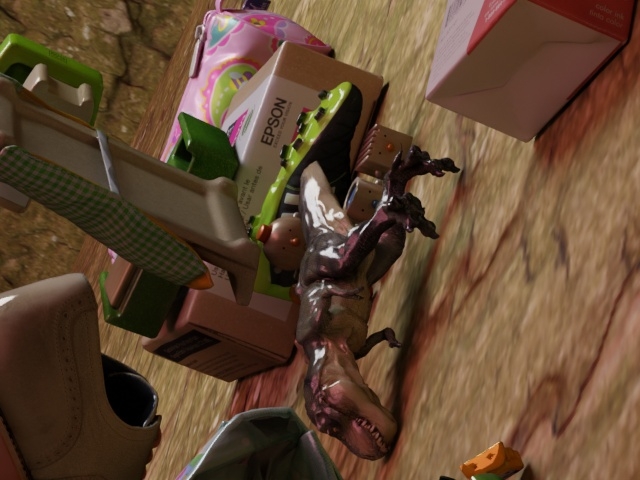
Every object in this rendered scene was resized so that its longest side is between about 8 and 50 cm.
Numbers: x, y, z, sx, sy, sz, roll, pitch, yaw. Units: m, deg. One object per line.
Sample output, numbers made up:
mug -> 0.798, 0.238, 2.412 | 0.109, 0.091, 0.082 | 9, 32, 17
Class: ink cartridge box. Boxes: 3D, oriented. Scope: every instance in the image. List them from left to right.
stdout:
ink cartridge box -> -0.048, -0.018, 1.539 | 0.193, 0.088, 0.234 | 146, 145, -72
ink cartridge box -> 0.124, -0.167, 1.054 | 0.115, 0.067, 0.198 | 132, 156, -57

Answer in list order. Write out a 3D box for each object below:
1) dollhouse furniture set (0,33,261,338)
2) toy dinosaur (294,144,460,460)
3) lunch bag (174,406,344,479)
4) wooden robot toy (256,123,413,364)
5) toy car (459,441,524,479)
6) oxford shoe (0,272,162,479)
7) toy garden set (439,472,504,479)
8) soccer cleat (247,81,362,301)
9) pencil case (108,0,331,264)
dollhouse furniture set -> -0.167, -0.009, 1.368 | 0.151, 0.198, 0.301 | -62, 16, 13
toy dinosaur -> 0.025, 0.002, 1.165 | 0.118, 0.064, 0.268 | -45, 29, 28
lunch bag -> -0.065, 0.234, 0.956 | 0.223, 0.160, 0.262 | 125, 158, -51
wooden robot toy -> 0.000, 0.000, 1.295 | 0.076, 0.079, 0.173 | -174, 105, -79
toy car -> 0.062, 0.150, 0.873 | 0.122, 0.060, 0.040 | -48, -29, 13
oxford shoe -> -0.167, 0.178, 1.439 | 0.140, 0.147, 0.397 | 53, 166, 36
toy garden set -> -0.006, 0.188, 0.710 | 0.244, 0.049, 0.204 | -35, 23, -2
soccer cleat -> -0.001, -0.032, 1.375 | 0.060, 0.072, 0.179 | -81, 16, -57
pencil case -> -0.095, -0.080, 1.802 | 0.124, 0.124, 0.284 | -114, 46, -75
